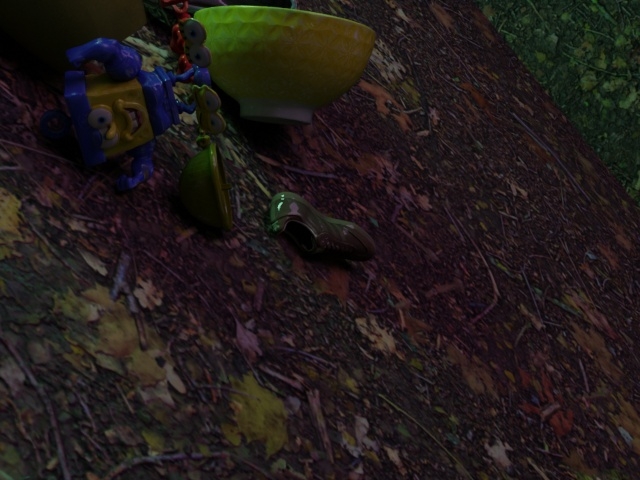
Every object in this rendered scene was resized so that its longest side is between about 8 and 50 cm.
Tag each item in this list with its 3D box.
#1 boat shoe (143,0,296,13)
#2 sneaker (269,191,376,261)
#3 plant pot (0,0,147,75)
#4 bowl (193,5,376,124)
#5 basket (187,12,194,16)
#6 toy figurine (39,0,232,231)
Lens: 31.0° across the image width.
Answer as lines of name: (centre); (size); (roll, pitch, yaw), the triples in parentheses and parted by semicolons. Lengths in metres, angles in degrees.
boat shoe: (-0.194, -0.414, 1.824); (0.320, 0.118, 0.103); (17, 4, -17)
sneaker: (0.000, 0.000, 1.710); (0.188, 0.066, 0.071); (28, 48, -25)
plant pot: (-0.361, -0.371, 1.486); (0.293, 0.275, 0.275); (58, 23, -17)
bowl: (-0.063, -0.266, 1.824); (0.289, 0.289, 0.156); (5, 91, -54)
basket: (-0.202, -0.542, 1.872); (0.213, 0.299, 0.223); (5, 48, -54)
toy figurine: (-0.246, -0.160, 1.470); (0.191, 0.217, 0.362); (-118, -165, -47)
